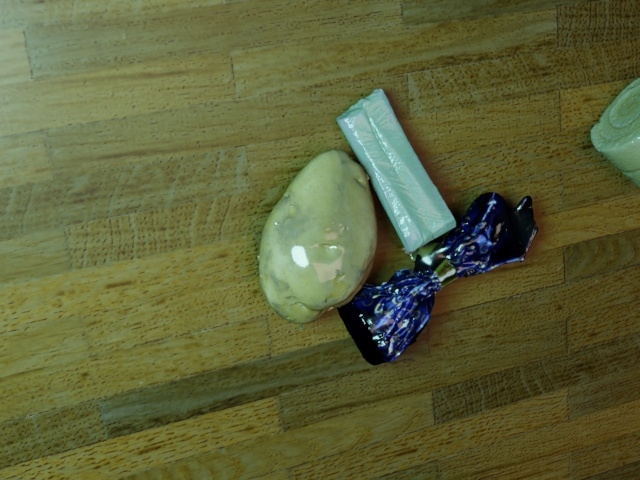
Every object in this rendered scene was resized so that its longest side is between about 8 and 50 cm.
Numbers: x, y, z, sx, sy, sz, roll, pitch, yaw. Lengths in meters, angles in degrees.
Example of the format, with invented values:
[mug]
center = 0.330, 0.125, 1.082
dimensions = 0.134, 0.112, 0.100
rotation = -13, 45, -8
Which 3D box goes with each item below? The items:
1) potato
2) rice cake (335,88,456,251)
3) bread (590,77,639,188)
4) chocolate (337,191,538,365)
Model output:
[potato]
center = 0.005, 0.002, 1.196
dimensions = 0.161, 0.128, 0.234
rotation = 34, 88, -13
[rice cake]
center = 0.102, -0.097, 1.227
dimensions = 0.080, 0.042, 0.221
rotation = -30, 94, -5
[bread]
center = 0.513, -0.157, 1.345
dimensions = 0.141, 0.134, 0.148
rotation = 34, 104, -24
[chocolate]
center = 0.181, 0.035, 1.278
dimensions = 0.343, 0.126, 0.148
rotation = -36, 101, -9
